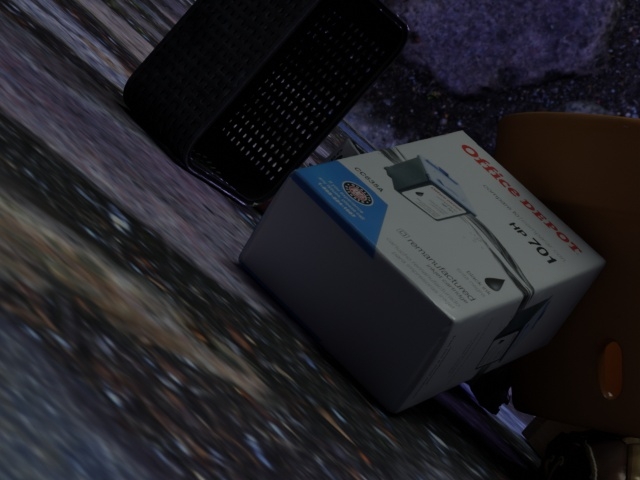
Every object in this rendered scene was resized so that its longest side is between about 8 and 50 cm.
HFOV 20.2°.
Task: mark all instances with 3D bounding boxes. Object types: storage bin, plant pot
[{"bbox_3d":[-0.039,-0.128,1.306,0.084,0.180,0.122,46,7,31],"label":"storage bin"},{"bbox_3d":[0.251,0.038,1.254,0.291,0.203,0.291,10,-3,1],"label":"plant pot"}]

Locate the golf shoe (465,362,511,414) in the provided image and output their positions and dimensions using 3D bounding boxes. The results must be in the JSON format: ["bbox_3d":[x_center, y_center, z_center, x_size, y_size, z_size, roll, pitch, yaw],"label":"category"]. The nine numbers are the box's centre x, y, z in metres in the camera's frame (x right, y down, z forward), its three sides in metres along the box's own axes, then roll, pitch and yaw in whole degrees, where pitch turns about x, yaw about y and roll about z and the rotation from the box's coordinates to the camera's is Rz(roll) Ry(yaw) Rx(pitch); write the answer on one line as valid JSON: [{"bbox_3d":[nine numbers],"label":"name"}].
[{"bbox_3d":[0.115,0.063,1.451,0.094,0.077,0.198,40,5,-15],"label":"golf shoe"}]

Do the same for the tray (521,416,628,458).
[{"bbox_3d":[0.353,0.278,1.452,0.411,0.076,0.203,38,7,-30],"label":"tray"}]

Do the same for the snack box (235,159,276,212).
[{"bbox_3d":[0.000,0.000,1.411,0.178,0.022,0.064,41,6,-9],"label":"snack box"}]

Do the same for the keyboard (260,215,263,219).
[{"bbox_3d":[0.060,0.003,1.308,0.192,0.038,0.100,22,-14,-23],"label":"keyboard"}]

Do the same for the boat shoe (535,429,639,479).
[{"bbox_3d":[0.180,0.165,1.203,0.073,0.073,0.207,5,-3,7],"label":"boat shoe"}]

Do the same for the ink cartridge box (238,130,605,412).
[{"bbox_3d":[0.066,0.014,1.111,0.139,0.082,0.191,44,33,20],"label":"ink cartridge box"}]

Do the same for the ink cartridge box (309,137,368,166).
[{"bbox_3d":[0.083,-0.023,1.966,0.165,0.065,0.332,40,5,-16],"label":"ink cartridge box"}]
